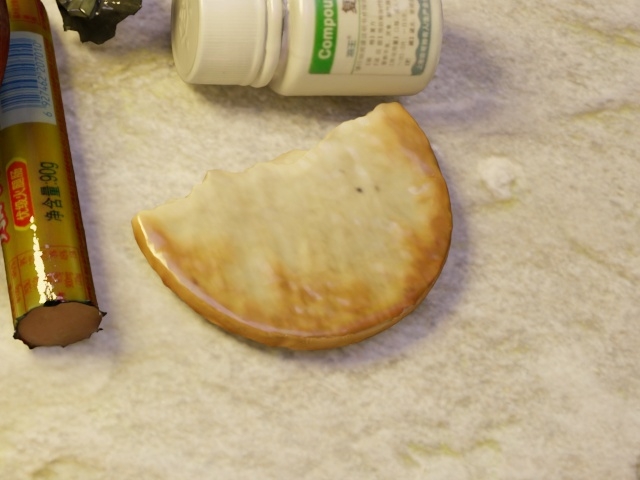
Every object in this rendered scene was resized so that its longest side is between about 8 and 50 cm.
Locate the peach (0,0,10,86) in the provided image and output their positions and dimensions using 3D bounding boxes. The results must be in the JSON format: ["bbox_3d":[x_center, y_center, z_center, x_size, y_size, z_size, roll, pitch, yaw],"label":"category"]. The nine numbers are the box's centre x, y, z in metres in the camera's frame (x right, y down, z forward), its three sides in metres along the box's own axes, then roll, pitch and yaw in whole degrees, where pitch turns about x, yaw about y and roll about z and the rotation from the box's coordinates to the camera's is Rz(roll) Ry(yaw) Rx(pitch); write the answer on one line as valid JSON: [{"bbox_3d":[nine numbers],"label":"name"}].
[{"bbox_3d":[-0.372,-0.173,1.124,0.252,0.252,0.252,9,59,-15],"label":"peach"}]

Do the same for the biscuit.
[{"bbox_3d":[0.000,0.000,1.267,0.309,0.040,0.204,-26,72,-29],"label":"biscuit"}]

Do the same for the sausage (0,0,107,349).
[{"bbox_3d":[-0.252,-0.091,1.210,0.082,0.082,0.372,-4,62,-21],"label":"sausage"}]

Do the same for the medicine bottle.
[{"bbox_3d":[-0.015,-0.205,1.324,0.236,0.139,0.139,-1,62,-19],"label":"medicine bottle"}]

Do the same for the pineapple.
[{"bbox_3d":[-0.197,-0.293,1.322,0.111,0.119,0.237,6,60,-1],"label":"pineapple"}]
